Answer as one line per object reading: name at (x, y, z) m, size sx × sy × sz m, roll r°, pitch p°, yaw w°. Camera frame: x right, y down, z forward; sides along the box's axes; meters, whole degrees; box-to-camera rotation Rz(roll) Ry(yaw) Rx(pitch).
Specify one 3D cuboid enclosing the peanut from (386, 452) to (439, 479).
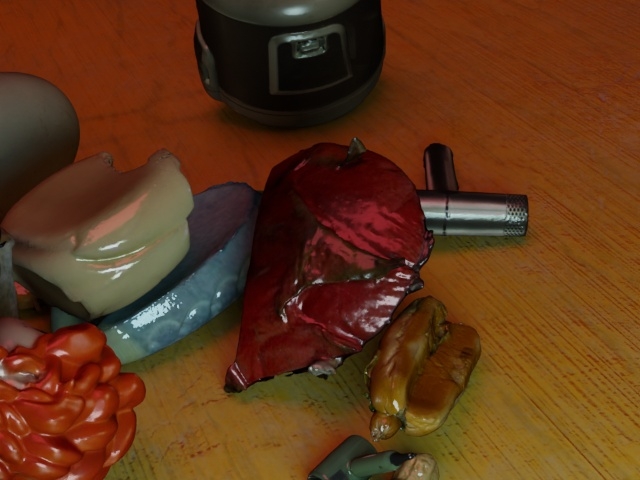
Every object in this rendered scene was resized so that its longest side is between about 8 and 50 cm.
peanut at (0.080, 0.254, 1.158) m, size 0.054 × 0.054 × 0.113 m, roll 18°, pitch 45°, yaw 38°

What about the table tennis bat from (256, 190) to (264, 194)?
table tennis bat at (-0.143, -0.039, 1.731) m, size 0.257 × 0.039 × 0.160 m, roll 7°, pitch 32°, yaw 22°

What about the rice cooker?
rice cooker at (-0.053, -0.373, 1.988) m, size 0.335 × 0.325 × 0.335 m, roll -2°, pitch 50°, yaw 2°

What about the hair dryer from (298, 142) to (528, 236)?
hair dryer at (0.109, -0.055, 1.666) m, size 0.320 × 0.155 × 0.284 m, roll 1°, pitch 9°, yaw -7°

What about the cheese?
cheese at (-0.282, -0.014, 1.477) m, size 0.233 × 0.127 × 0.266 m, roll -44°, pitch 36°, yaw -24°

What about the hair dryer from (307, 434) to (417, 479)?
hair dryer at (0.051, 0.226, 1.162) m, size 0.071 × 0.047 × 0.150 m, roll -38°, pitch 7°, yaw -35°

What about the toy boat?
toy boat at (-0.187, 0.057, 1.540) m, size 0.330 × 0.123 × 0.215 m, roll -41°, pitch 33°, yaw -25°

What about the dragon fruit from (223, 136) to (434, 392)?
dragon fruit at (0.000, 0.000, 1.367) m, size 0.282 × 0.100 × 0.343 m, roll -12°, pitch 53°, yaw 32°

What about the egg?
egg at (-0.542, -0.125, 1.798) m, size 0.371 × 0.230 × 0.230 m, roll -35°, pitch 39°, yaw -29°

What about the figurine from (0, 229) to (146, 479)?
figurine at (-0.386, 0.113, 1.179) m, size 0.241 × 0.412 × 0.306 m, roll -35°, pitch 3°, yaw 41°

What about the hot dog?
hot dog at (0.108, 0.140, 1.264) m, size 0.109 × 0.072 × 0.269 m, roll 40°, pitch 29°, yaw 3°

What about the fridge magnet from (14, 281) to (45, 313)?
fridge magnet at (-0.409, 0.048, 1.633) m, size 0.143 × 0.063 × 0.143 m, roll -8°, pitch 32°, yaw 5°

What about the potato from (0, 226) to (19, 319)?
potato at (-0.476, 0.109, 1.369) m, size 0.211 × 0.264 × 0.189 m, roll 23°, pitch 34°, yaw 35°
